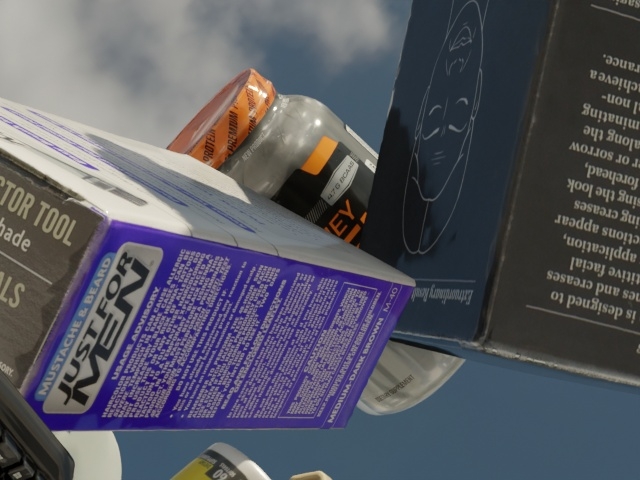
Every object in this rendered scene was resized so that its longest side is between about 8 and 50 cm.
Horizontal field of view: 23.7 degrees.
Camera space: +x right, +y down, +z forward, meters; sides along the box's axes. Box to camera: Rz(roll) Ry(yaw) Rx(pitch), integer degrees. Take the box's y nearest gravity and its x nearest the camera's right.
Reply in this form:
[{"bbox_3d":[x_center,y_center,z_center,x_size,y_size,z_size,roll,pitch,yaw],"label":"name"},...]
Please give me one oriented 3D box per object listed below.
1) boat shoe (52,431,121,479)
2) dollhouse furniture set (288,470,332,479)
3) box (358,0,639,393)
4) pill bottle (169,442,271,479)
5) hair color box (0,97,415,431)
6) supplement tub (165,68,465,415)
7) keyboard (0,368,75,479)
[{"bbox_3d":[-0.275,0.190,1.534,0.070,0.078,0.219,-1,-43,31],"label":"boat shoe"},{"bbox_3d":[-0.040,0.178,0.757,0.114,0.091,0.081,-12,-35,3],"label":"dollhouse furniture set"},{"bbox_3d":[0.190,-0.099,1.073,0.212,0.293,0.395,14,-94,-15],"label":"box"},{"bbox_3d":[-0.127,0.277,1.280,0.119,0.208,0.119,41,-24,23],"label":"pill bottle"},{"bbox_3d":[-0.105,0.011,0.776,0.185,0.339,0.110,29,-85,25],"label":"hair color box"},{"bbox_3d":[0.000,0.000,1.421,0.316,0.193,0.193,41,-61,-14],"label":"supplement tub"},{"bbox_3d":[-0.166,0.053,0.502,0.108,0.023,0.180,-28,-52,1],"label":"keyboard"}]
